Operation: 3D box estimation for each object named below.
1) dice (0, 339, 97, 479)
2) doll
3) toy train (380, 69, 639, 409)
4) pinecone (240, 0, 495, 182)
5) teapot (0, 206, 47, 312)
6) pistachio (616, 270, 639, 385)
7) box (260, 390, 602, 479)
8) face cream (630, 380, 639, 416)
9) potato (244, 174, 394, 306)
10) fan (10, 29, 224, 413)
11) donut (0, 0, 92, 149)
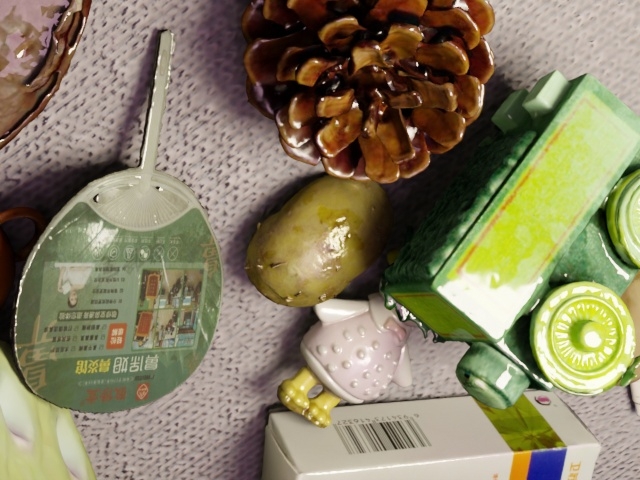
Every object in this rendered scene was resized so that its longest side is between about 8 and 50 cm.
[{"bbox_3d":[-0.310,0.229,0.967,0.255,0.252,0.249,-19,149,2],"label":"dice"},{"bbox_3d":[0.051,0.078,1.134,0.207,0.081,0.129,-46,116,7],"label":"doll"},{"bbox_3d":[0.186,0.003,1.041,0.188,0.159,0.271,40,78,-9],"label":"toy train"},{"bbox_3d":[0.037,-0.135,0.966,0.208,0.207,0.207,-6,117,-13],"label":"pinecone"},{"bbox_3d":[-0.289,0.030,1.009,0.173,0.116,0.116,-33,122,-25],"label":"teapot"},{"bbox_3d":[0.280,0.065,1.184,0.113,0.113,0.149,-6,132,-13],"label":"pistachio"},{"bbox_3d":[0.095,0.261,1.214,0.300,0.106,0.200,-2,116,-18],"label":"box"},{"bbox_3d":[0.316,0.123,1.266,0.038,0.020,0.115,-15,115,2],"label":"face cream"},{"bbox_3d":[0.000,0.000,1.085,0.138,0.070,0.091,-40,101,3],"label":"potato"},{"bbox_3d":[-0.134,0.011,1.044,0.223,0.012,0.294,46,65,-47],"label":"fan"},{"bbox_3d":[-0.299,-0.224,0.860,0.259,0.136,0.345,-41,120,4],"label":"donut"}]
